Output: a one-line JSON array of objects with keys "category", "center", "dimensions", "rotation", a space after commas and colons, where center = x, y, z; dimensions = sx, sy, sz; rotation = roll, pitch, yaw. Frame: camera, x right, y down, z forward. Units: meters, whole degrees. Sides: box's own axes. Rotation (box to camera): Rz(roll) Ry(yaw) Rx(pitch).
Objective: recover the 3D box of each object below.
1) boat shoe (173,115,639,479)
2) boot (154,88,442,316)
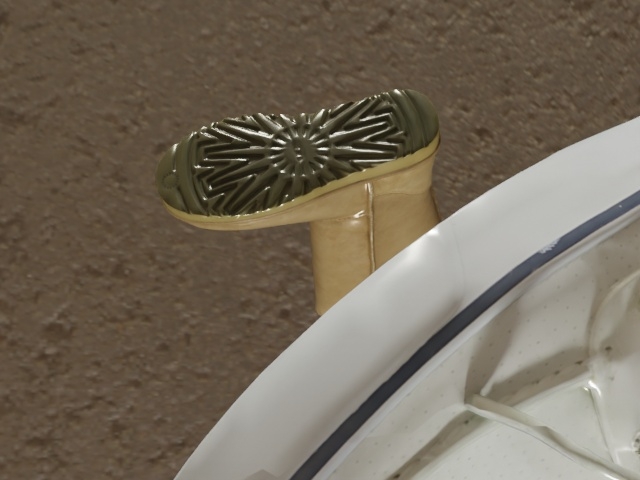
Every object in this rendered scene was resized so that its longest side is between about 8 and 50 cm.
[{"category": "boat shoe", "center": [0.126, 0.056, 0.390], "dimensions": [0.156, 0.367, 0.136], "rotation": [47, 148, 25]}, {"category": "boot", "center": [0.000, 0.000, 0.939], "dimensions": [0.236, 0.270, 0.089], "rotation": [-10, 59, -1]}]
